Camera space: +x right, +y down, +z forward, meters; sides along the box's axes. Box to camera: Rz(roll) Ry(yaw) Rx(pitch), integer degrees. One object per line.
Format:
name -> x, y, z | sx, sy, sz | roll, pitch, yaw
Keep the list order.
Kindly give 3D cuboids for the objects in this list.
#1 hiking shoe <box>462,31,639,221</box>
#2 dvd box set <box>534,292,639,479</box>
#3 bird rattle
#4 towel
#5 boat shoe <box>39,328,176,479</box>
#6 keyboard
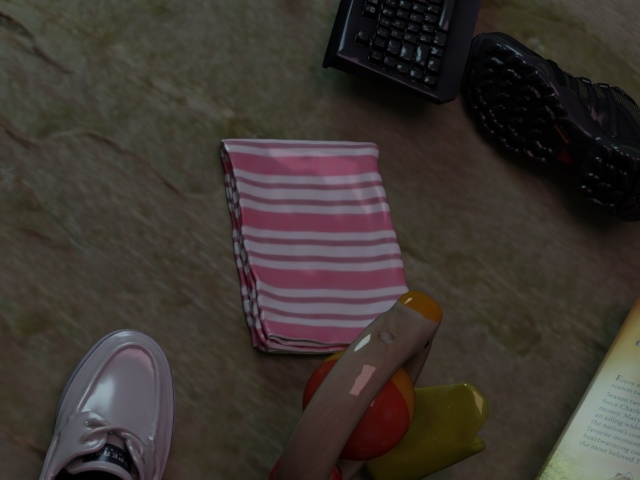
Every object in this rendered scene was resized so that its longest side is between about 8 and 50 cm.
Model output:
hiking shoe -> 0.226, -0.107, 1.532 | 0.227, 0.086, 0.114 | 43, 32, 12
dvd box set -> 0.309, 0.229, 1.298 | 0.307, 0.062, 0.420 | 16, 51, 26
bird rattle -> 0.009, 0.138, 1.242 | 0.143, 0.207, 0.253 | 37, 45, 22
towel -> 0.000, 0.000, 1.404 | 0.144, 0.029, 0.197 | 0, 64, -23
boat shoe -> -0.153, 0.171, 1.217 | 0.095, 0.084, 0.258 | 17, 59, -12
keyboard -> 0.057, -0.268, 1.549 | 0.201, 0.033, 0.317 | 18, 51, -4
